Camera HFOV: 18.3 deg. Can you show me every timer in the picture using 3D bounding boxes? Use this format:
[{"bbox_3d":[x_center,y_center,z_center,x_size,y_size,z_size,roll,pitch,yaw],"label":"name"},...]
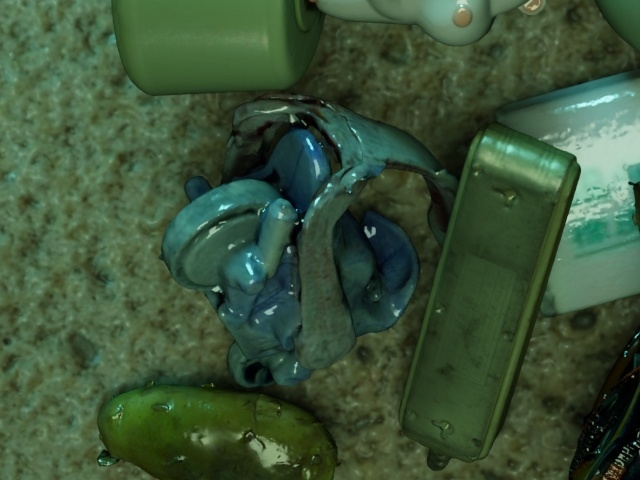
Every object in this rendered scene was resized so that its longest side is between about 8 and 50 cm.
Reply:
[{"bbox_3d":[0.023,-0.238,1.540,0.315,0.291,0.291,8,106,9],"label":"timer"}]

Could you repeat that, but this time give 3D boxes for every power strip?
[{"bbox_3d":[0.137,0.063,1.693,0.092,0.066,0.388,24,132,13],"label":"power strip"}]

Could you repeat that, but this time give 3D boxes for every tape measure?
[{"bbox_3d":[0.298,0.153,1.699,0.135,0.202,0.223,29,110,-3],"label":"tape measure"}]

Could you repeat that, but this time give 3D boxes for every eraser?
[{"bbox_3d":[0.305,-0.059,1.695,0.290,0.104,0.189,-15,101,7],"label":"eraser"}]

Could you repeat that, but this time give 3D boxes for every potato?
[{"bbox_3d":[-0.093,0.183,1.789,0.225,0.090,0.117,10,112,7],"label":"potato"}]

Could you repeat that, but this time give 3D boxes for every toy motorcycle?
[{"bbox_3d":[0.008,0.020,1.654,0.241,0.319,0.182,-7,63,9],"label":"toy motorcycle"}]

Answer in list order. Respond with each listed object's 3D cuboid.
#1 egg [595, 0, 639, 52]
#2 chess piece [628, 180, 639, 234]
[{"bbox_3d":[0.323,-0.232,1.559,0.203,0.282,0.203,0,89,-23],"label":"egg"},{"bbox_3d":[0.407,-0.016,1.598,0.300,0.137,0.137,-14,104,2],"label":"chess piece"}]
